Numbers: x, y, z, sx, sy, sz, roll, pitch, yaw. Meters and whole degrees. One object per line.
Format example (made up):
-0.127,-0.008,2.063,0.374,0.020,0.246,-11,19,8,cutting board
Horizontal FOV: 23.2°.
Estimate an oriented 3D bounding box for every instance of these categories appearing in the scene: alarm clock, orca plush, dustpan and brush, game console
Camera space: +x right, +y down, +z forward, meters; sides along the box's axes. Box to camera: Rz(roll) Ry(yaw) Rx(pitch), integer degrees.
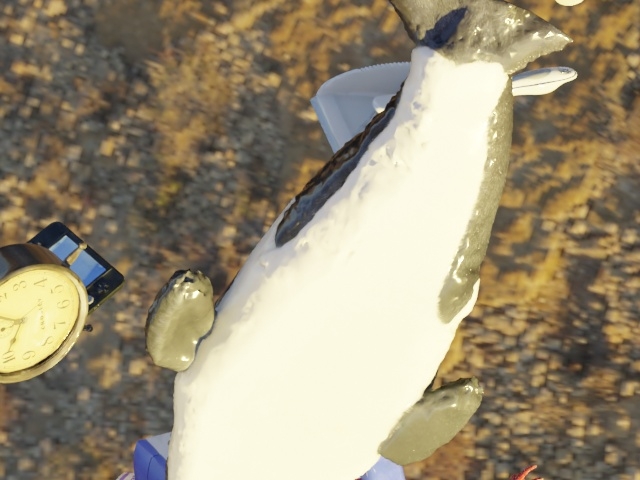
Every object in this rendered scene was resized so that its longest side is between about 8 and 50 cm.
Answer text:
-0.303,0.072,1.460,0.064,0.192,0.129,36,137,38,alarm clock
0.000,0.000,0.681,0.102,0.151,0.287,-104,22,-57,orca plush
0.112,-0.111,1.301,0.147,0.211,0.060,-114,23,-45,dustpan and brush
-0.295,0.027,1.726,0.122,0.071,0.107,39,64,22,game console

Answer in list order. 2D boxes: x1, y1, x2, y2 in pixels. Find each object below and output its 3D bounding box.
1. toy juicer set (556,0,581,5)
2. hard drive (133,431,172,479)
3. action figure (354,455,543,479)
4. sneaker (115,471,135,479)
0.224,-0.294,1.179,0.089,0.329,0.209,-3,68,-3,toy juicer set
-0.039,0.276,0.991,0.318,0.040,0.210,29,127,59,hard drive
0.066,0.146,1.136,0.139,0.280,0.091,-40,45,-18,action figure
-0.135,0.339,1.504,0.161,0.102,0.282,8,118,29,sneaker
